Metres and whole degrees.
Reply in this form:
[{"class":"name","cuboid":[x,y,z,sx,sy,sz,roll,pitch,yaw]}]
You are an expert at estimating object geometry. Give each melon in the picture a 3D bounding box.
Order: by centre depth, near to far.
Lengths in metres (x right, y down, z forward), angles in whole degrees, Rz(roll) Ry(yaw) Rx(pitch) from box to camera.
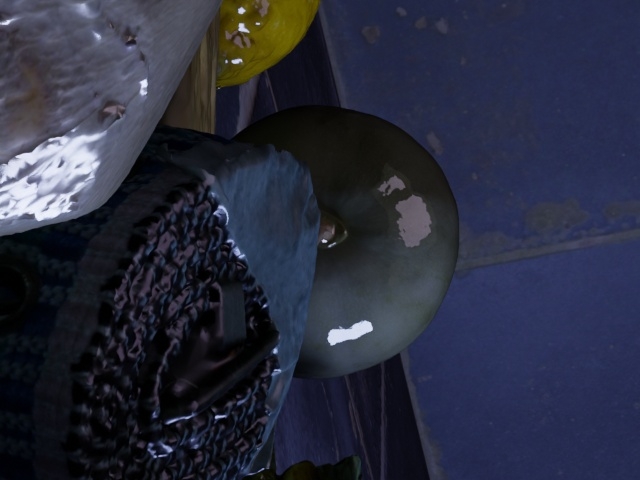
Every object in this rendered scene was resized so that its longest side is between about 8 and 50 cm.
[{"class":"melon","cuboid":[-0.002,0.002,1.395,0.308,0.272,0.271,145,-61,-64]}]

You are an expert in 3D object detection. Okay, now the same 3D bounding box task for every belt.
[{"class":"belt","cuboid":[-0.103,0.041,0.780,0.257,0.150,0.207,-39,137,-58]}]

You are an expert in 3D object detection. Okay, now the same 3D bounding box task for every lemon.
[{"class":"lemon","cuboid":[-0.094,-0.233,1.239,0.204,0.204,0.260,69,13,-53]}]

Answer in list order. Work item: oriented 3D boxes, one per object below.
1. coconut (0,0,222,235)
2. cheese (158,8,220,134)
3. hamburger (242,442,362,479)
[{"class":"coconut","cuboid":[-0.145,-0.119,0.524,0.245,0.247,0.244,-9,90,-81]},{"class":"cheese","cuboid":[-0.121,-0.108,0.981,0.384,0.104,0.383,-178,-90,-89]},{"class":"hamburger","cuboid":[-0.016,0.269,1.301,0.260,0.151,0.276,-78,156,-74]}]
